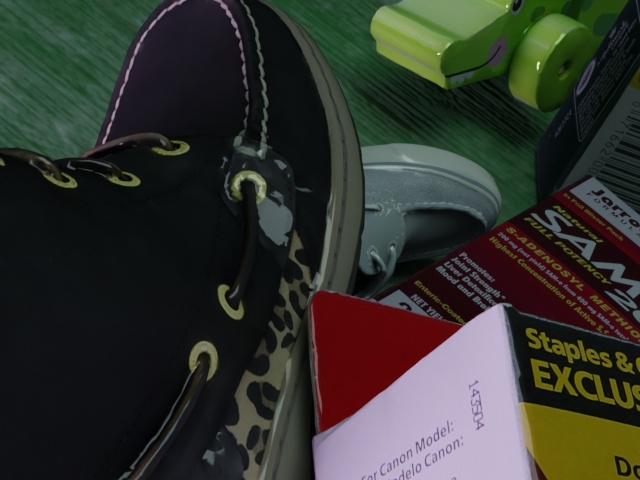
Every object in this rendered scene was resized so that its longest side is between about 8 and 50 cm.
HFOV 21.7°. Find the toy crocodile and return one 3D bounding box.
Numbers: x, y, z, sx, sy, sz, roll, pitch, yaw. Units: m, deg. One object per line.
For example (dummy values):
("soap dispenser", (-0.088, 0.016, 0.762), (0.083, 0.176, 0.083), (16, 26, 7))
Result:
("toy crocodile", (0.168, -0.165, 1.149), (0.340, 0.105, 0.115), (-15, 39, -42))

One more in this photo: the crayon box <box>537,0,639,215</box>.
("crayon box", (0.324, -0.058, 1.066), (0.318, 0.202, 0.081), (20, 38, -12))

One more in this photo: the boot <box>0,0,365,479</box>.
("boot", (-0.124, -0.014, 0.674), (0.284, 0.138, 0.377), (36, 46, -37))

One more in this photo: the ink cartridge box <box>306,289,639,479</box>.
("ink cartridge box", (0.158, 0.139, 0.662), (0.309, 0.130, 0.272), (15, 53, -32))

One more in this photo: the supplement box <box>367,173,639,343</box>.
("supplement box", (0.121, 0.059, 0.909), (0.130, 0.073, 0.239), (42, 39, 18))

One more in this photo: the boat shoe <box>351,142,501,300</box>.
("boat shoe", (0.000, -0.001, 0.908), (0.227, 0.079, 0.081), (1, 52, -23))
